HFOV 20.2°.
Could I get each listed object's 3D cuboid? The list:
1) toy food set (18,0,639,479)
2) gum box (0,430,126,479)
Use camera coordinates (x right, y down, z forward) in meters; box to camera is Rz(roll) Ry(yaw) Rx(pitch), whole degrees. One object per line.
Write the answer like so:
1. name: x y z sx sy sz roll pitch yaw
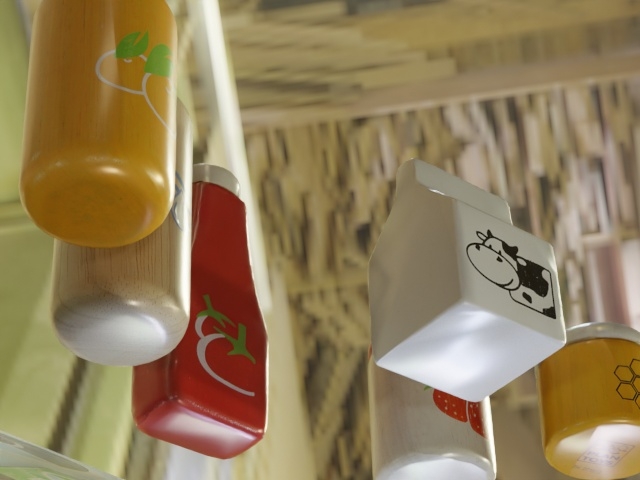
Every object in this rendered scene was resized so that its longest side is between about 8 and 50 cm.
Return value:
1. toy food set: 0.000 0.000 0.550 0.111 0.232 0.105 -40 -140 39
2. gum box: -0.117 0.058 0.439 0.157 0.184 0.041 28 79 -56
